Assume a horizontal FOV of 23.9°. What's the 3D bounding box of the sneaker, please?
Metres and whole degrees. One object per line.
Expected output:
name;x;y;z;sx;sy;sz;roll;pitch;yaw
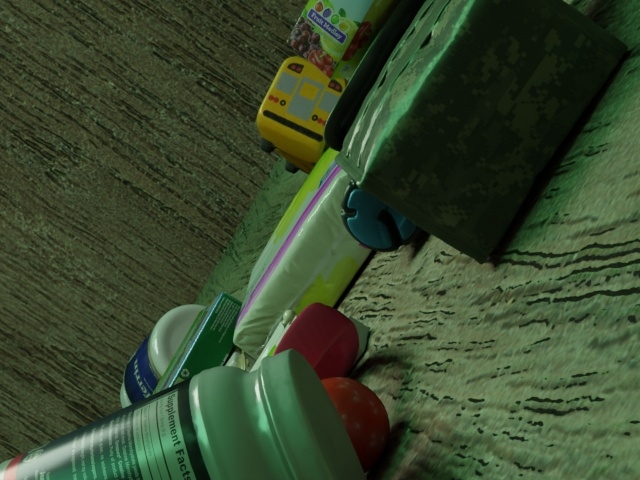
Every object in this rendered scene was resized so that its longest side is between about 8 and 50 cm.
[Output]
sneaker;0.130;-0.153;1.655;0.341;0.125;0.139;-55;4;17

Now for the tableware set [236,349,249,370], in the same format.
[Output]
tableware set;-0.107;0.225;1.934;0.141;0.020;0.168;147;128;-75

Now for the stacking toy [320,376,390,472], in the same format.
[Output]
stacking toy;-0.061;0.256;1.322;0.330;0.141;0.141;-54;8;8

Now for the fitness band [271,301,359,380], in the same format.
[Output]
fitness band;-0.033;0.166;1.490;0.209;0.054;0.291;-56;-10;-10

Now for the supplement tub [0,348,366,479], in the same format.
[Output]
supplement tub;-0.110;0.215;1.181;0.272;0.191;0.191;-24;13;6

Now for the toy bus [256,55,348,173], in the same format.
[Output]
toy bus;0.000;-0.158;2.192;0.130;0.108;0.333;-65;-12;-2

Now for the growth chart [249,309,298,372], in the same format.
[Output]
growth chart;-0.062;0.153;1.656;0.172;0.021;0.237;-59;6;0

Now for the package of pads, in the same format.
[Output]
package of pads;0.000;0.000;1.989;0.296;0.101;0.229;-56;9;23

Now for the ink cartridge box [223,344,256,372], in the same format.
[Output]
ink cartridge box;-0.120;0.211;2.084;0.115;0.067;0.198;-59;8;7

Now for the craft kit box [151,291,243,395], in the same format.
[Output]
craft kit box;-0.196;0.205;2.158;0.250;0.061;0.246;-61;9;-13

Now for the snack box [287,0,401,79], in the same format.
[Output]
snack box;0.081;-0.262;1.471;0.174;0.070;0.207;-14;-39;-57

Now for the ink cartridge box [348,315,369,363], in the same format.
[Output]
ink cartridge box;0.019;0.129;1.645;0.083;0.028;0.048;-55;8;30

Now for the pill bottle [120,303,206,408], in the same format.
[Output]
pill bottle;-0.239;0.220;2.504;0.153;0.153;0.264;-64;8;-32

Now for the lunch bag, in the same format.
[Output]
lunch bag;0.124;-0.140;1.409;0.235;0.169;0.287;-57;14;6
